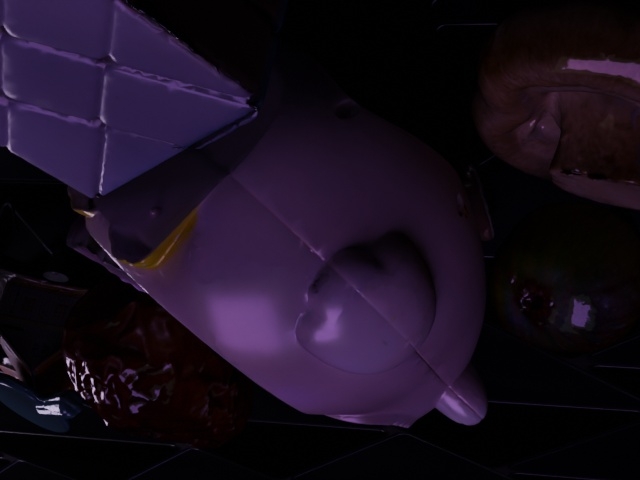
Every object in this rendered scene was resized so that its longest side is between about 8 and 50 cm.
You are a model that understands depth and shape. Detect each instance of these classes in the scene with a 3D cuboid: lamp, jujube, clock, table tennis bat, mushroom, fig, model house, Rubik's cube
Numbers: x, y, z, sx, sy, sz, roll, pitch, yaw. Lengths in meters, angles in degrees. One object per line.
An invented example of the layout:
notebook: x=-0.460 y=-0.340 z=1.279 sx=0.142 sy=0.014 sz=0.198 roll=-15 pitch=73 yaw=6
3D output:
lamp: x=-0.344 y=0.003 z=1.447 sx=0.041 sy=0.054 sz=0.121 roll=-7 pitch=151 yaw=28
jujube: x=-0.191 y=0.166 z=1.529 sx=0.216 sy=0.216 sz=0.342 roll=2 pitch=153 yaw=15
clock: x=0.000 y=0.000 z=1.077 sx=0.377 sy=0.250 sz=0.368 roll=43 pitch=178 yaw=-39
table tennis bat: x=-0.357 y=0.209 z=1.523 sx=0.124 sy=0.033 sz=0.201 roll=43 pitch=151 yaw=-24
mushroom: x=0.243 y=-0.106 z=0.986 sx=0.278 sy=0.146 sz=0.278 roll=17 pitch=165 yaw=5
fig: x=0.257 y=0.017 z=1.115 sx=0.149 sy=0.245 sz=0.149 roll=15 pitch=116 yaw=33
model house: x=-0.392 y=0.152 z=1.610 sx=0.207 sy=0.135 sz=0.219 roll=12 pitch=148 yaw=-4
Rubik's cube: x=-0.171 y=-0.199 z=0.897 sx=0.221 sy=0.224 sz=0.231 roll=34 pitch=142 yaw=-32

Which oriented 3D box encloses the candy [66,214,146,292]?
candy: x=-0.131 y=0.026 z=1.308 sx=0.265 sy=0.115 sz=0.155 roll=30 pitch=174 yaw=-26

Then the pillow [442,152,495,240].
pillow: x=0.064 y=-0.038 z=1.252 sx=0.233 sy=0.043 sz=0.126 roll=-5 pitch=142 yaw=24
